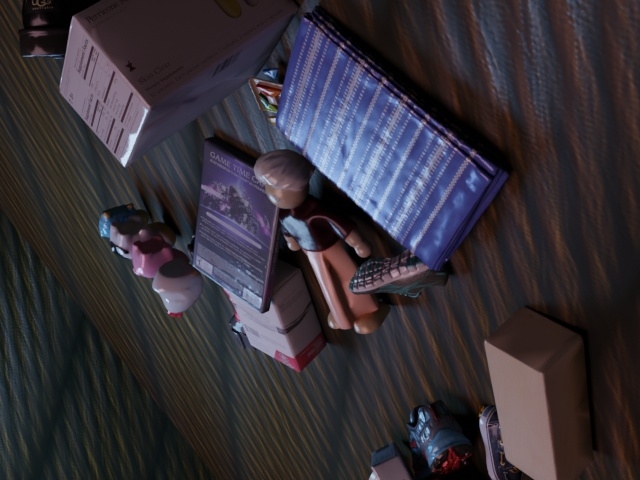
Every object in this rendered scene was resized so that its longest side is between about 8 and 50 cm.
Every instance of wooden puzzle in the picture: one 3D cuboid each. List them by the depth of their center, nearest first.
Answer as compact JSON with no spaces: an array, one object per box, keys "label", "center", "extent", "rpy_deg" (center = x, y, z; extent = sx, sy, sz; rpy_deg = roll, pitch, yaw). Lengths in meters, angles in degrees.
[{"label":"wooden puzzle","center":[-0.068,-0.210,1.239],"extent":[0.079,0.014,0.116],"rpy_deg":[10,146,33]}]

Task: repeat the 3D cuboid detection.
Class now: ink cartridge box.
[{"label":"ink cartridge box","center":[0.178,0.513,1.589],"extent":[0.238,0.060,0.275],"rpy_deg":[63,179,10]},{"label":"ink cartridge box","center":[-0.093,0.135,1.657],"extent":[0.159,0.092,0.217],"rpy_deg":[22,144,40]}]

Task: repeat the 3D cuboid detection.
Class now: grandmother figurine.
[{"label":"grandmother figurine","center":[0.000,0.000,1.346],"extent":[0.208,0.104,0.342],"rpy_deg":[-4,126,42]}]

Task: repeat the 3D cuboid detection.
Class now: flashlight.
[{"label":"flashlight","center":[-0.186,0.107,1.754],"extent":[0.103,0.103,0.304],"rpy_deg":[-121,11,-48]}]

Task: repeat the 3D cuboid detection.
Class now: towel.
[{"label":"towel","center":[0.080,-0.128,1.117],"extent":[0.336,0.040,0.243],"rpy_deg":[43,148,14]}]

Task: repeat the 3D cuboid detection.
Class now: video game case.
[{"label":"video game case","center":[-0.150,-0.026,1.505],"extent":[0.196,0.026,0.274],"rpy_deg":[31,126,30]}]

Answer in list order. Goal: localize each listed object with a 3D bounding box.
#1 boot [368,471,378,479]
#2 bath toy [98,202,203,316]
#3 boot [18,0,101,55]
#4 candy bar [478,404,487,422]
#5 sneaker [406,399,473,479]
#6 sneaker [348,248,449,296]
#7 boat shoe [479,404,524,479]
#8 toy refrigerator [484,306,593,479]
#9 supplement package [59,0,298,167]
[{"label":"boot","center":[0.198,0.573,1.804],"extent":[0.176,0.088,0.244],"rpy_deg":[29,155,33]},{"label":"bath toy","center":[-0.359,0.045,1.828],"extent":[0.348,0.151,0.129],"rpy_deg":[41,137,43]},{"label":"boot","center":[-0.354,-0.402,1.214],"extent":[0.348,0.131,0.260],"rpy_deg":[-100,6,-78]},{"label":"candy bar","center":[0.296,0.344,1.421],"extent":[0.018,0.040,0.161],"rpy_deg":[-13,123,17]},{"label":"sneaker","center":[0.213,0.363,1.530],"extent":[0.262,0.104,0.125],"rpy_deg":[96,155,-62]},{"label":"sneaker","center":[0.119,0.061,1.248],"extent":[0.167,0.065,0.076],"rpy_deg":[-18,124,36]},{"label":"boat shoe","center":[0.319,0.355,1.364],"extent":[0.083,0.065,0.183],"rpy_deg":[18,138,47]},{"label":"toy refrigerator","center":[0.317,0.229,1.184],"extent":[0.102,0.094,0.269],"rpy_deg":[29,146,45]},{"label":"supplement package","center":[-0.194,-0.256,1.120],"extent":[0.145,0.262,0.204],"rpy_deg":[49,153,-1]}]
